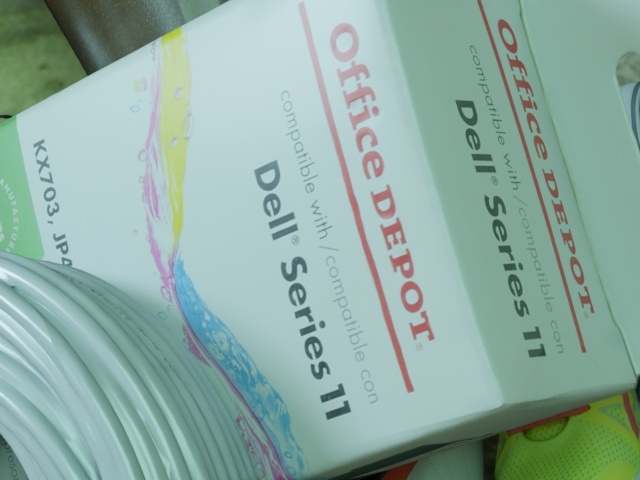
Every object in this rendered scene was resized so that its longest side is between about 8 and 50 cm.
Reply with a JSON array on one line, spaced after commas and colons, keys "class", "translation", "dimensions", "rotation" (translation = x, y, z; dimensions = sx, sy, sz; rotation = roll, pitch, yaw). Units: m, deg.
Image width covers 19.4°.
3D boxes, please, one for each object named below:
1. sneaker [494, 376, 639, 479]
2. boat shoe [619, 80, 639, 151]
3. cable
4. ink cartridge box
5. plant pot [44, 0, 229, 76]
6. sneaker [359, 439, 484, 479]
[{"class": "sneaker", "translation": [0.112, 0.059, 0.901], "dimensions": [0.081, 0.094, 0.208], "rotation": [-20, 33, 25]}, {"class": "boat shoe", "translation": [0.203, 0.000, 0.941], "dimensions": [0.076, 0.080, 0.228], "rotation": [-29, 44, 24]}, {"class": "cable", "translation": [-0.136, 0.128, 0.800], "dimensions": [0.257, 0.089, 0.257], "rotation": [-4, 91, 36]}, {"class": "ink cartridge box", "translation": [0.000, 0.000, 0.821], "dimensions": [0.353, 0.119, 0.207], "rotation": [-24, 77, 35]}, {"class": "plant pot", "translation": [-0.088, -0.159, 1.005], "dimensions": [0.167, 0.167, 0.165], "rotation": [-24, 77, -10]}, {"class": "sneaker", "translation": [0.054, 0.179, 0.898], "dimensions": [0.145, 0.090, 0.270], "rotation": [42, 43, -17]}]
